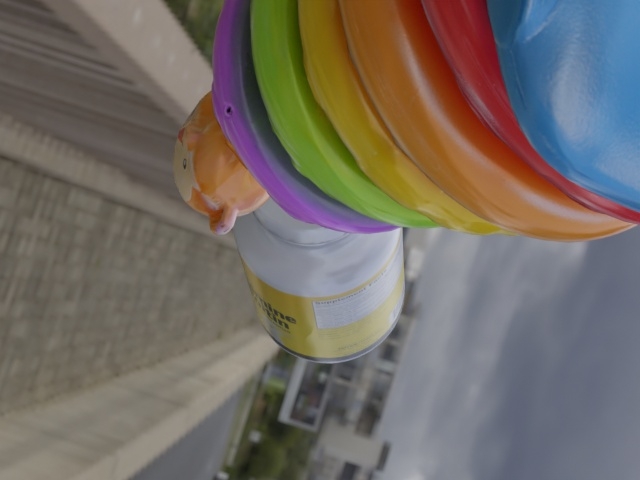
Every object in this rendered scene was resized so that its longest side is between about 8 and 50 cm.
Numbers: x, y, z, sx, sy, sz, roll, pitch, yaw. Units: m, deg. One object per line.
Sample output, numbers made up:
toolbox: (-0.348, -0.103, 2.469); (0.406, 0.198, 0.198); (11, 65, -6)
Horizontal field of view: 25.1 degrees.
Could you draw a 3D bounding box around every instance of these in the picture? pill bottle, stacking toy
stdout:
pill bottle: (0.000, 0.000, 0.892); (0.184, 0.103, 0.103); (80, 26, -64)
stacking toy: (0.031, -0.061, 0.471); (0.302, 0.165, 0.175); (-18, -116, 53)
